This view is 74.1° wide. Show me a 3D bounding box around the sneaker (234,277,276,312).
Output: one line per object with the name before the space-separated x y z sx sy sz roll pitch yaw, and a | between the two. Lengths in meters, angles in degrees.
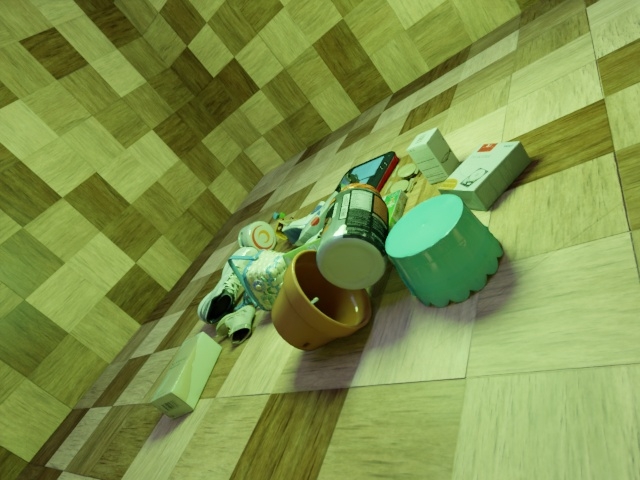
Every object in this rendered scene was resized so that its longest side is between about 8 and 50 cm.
sneaker | -0.313 0.225 1.953 0.262 0.125 0.104 -45 20 -9

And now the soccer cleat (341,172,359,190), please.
soccer cleat | 0.150 -0.194 2.005 0.121 0.093 0.289 113 159 -47

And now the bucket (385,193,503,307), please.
bucket | 0.324 0.020 1.158 0.281 0.183 0.281 -35 21 16

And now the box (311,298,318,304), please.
box | 0.007 0.187 1.563 0.231 0.056 0.183 -26 26 36

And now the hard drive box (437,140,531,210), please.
hard drive box | 0.533 -0.211 1.390 0.232 0.089 0.181 -45 21 -11

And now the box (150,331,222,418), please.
box | -0.535 0.539 1.720 0.148 0.121 0.311 -32 23 26

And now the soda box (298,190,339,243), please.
soda box | 0.019 -0.085 1.924 0.286 0.098 0.091 -46 17 37

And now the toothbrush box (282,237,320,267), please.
toothbrush box | 0.029 0.041 1.619 0.283 0.122 0.206 -26 -2 37

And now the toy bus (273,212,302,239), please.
toy bus | -0.158 -0.059 2.270 0.104 0.202 0.191 -68 22 17

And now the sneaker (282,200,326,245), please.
sneaker | -0.020 -0.094 2.108 0.315 0.127 0.182 -22 24 27

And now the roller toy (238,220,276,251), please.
roller toy | -0.361 -0.007 2.408 0.146 0.191 0.209 -17 32 50

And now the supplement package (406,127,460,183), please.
supplement package | 0.440 -0.326 1.651 0.105 0.179 0.105 -10 37 54

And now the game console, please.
game console | 0.205 -0.300 2.189 0.386 0.060 0.342 -15 33 51

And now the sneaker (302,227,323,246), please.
sneaker | 0.000 0.000 1.874 0.283 0.110 0.122 -38 21 8

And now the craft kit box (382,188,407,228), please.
craft kit box | 0.218 -0.078 1.730 0.249 0.061 0.247 -25 29 38

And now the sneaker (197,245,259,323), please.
sneaker | -0.411 0.224 2.061 0.448 0.169 0.257 -57 20 -15

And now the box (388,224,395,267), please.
box | 0.251 0.021 1.401 0.101 0.102 0.087 -42 19 -1

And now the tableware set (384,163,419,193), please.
tableware set | 0.367 -0.261 1.856 0.128 0.039 0.194 -3 47 42

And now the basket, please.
basket | -0.237 0.162 1.768 0.289 0.255 0.201 -6 33 42

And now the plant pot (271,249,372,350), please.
plant pot | -0.016 0.202 1.307 0.203 0.290 0.291 -50 14 29

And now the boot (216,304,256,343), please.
boot | -0.374 0.383 1.817 0.213 0.077 0.165 -33 24 14

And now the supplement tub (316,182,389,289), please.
supplement tub | 0.110 -0.028 1.321 0.207 0.207 0.338 -30 26 28
